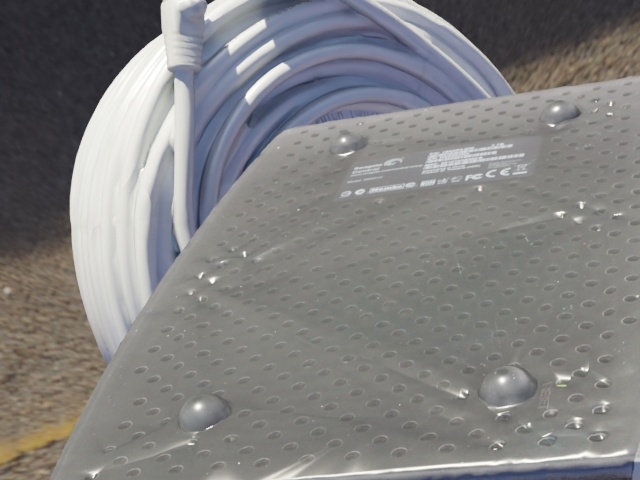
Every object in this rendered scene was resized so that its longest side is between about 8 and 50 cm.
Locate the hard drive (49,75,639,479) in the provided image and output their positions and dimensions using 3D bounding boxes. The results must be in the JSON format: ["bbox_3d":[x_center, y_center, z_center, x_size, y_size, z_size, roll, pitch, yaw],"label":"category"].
[{"bbox_3d":[0.034,0.019,0.443,0.172,0.254,0.054,-7,114,17],"label":"hard drive"}]

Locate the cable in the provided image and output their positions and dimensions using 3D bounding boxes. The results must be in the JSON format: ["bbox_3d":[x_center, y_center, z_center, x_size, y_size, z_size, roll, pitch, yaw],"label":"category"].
[{"bbox_3d":[0.000,0.000,0.678,0.257,0.089,0.257,17,82,-34],"label":"cable"}]
